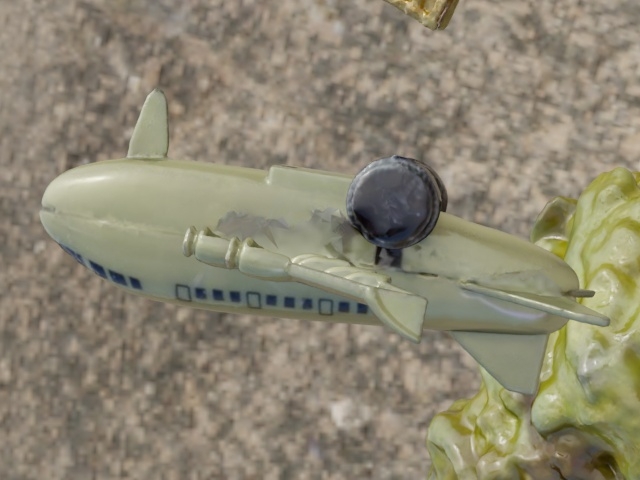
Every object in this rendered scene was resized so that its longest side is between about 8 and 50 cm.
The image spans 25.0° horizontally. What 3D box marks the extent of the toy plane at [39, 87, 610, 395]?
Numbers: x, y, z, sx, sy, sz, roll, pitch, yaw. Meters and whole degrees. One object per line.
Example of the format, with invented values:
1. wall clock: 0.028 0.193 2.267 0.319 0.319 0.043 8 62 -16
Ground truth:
1. toy plane: 0.000 0.000 0.618 0.244 0.229 0.092 17 96 6

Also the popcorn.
1. popcorn: 0.186 0.094 0.922 0.286 0.174 0.225 -60 7 4

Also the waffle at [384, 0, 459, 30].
1. waffle: 0.075 -0.220 0.978 0.092 0.021 0.135 35 115 31
